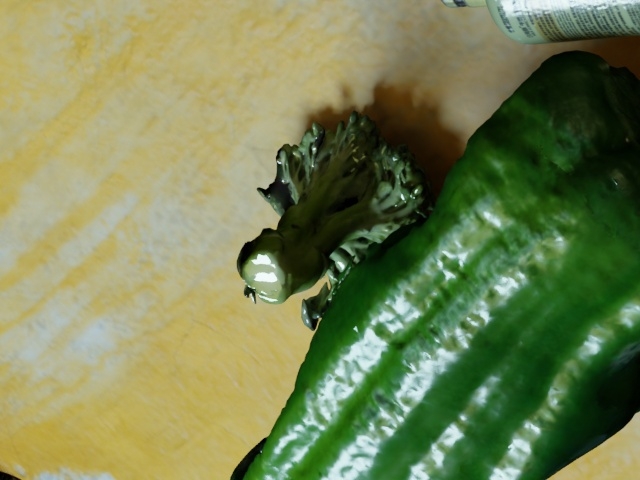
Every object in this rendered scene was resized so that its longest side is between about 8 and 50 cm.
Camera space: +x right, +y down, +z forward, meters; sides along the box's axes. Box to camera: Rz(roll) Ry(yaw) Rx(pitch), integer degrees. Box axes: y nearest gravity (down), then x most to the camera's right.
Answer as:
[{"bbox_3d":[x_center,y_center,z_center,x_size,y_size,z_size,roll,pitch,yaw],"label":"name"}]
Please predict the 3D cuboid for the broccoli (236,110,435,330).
[{"bbox_3d":[-0.001,-0.002,1.055,0.122,0.204,0.118,-35,93,24],"label":"broccoli"}]

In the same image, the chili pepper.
[{"bbox_3d":[0.103,0.068,1.024,0.385,0.213,0.167,-49,62,31],"label":"chili pepper"}]

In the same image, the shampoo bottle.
[{"bbox_3d":[0.138,-0.148,0.946,0.162,0.079,0.079,-2,120,33],"label":"shampoo bottle"}]

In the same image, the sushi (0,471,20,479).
[{"bbox_3d":[-0.316,0.230,1.484,0.084,0.083,0.056,27,132,11],"label":"sushi"}]
